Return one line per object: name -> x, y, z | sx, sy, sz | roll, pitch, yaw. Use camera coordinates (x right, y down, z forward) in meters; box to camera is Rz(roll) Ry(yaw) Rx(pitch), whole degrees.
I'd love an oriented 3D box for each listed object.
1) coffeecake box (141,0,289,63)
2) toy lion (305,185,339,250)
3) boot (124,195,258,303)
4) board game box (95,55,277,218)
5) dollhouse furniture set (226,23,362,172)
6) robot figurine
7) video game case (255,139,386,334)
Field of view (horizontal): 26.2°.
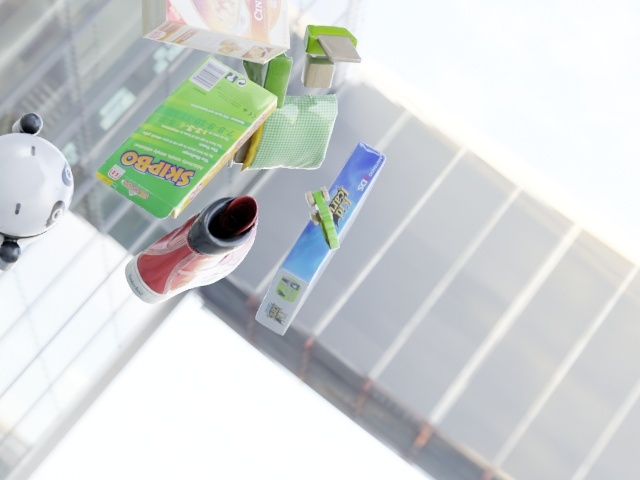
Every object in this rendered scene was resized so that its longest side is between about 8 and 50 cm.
coffeecake box -> -0.136, -0.321, 1.787 | 0.185, 0.142, 0.068 | 8, -18, -34
toy lion -> 0.009, -0.025, 2.077 | 0.100, 0.034, 0.096 | 79, -8, -63
boot -> -0.111, -0.015, 1.704 | 0.176, 0.244, 0.088 | -34, -90, 33
board game box -> -0.185, -0.140, 1.913 | 0.124, 0.259, 0.039 | 32, -30, 15
dollhouse furniture set -> -0.044, -0.223, 2.481 | 0.151, 0.197, 0.302 | -116, -147, -51
robot figurine -> -0.495, -0.079, 2.244 | 0.209, 0.173, 0.278 | 60, -21, -4
video game case -> 0.000, 0.000, 2.275 | 0.061, 0.269, 0.244 | 31, -25, 1
